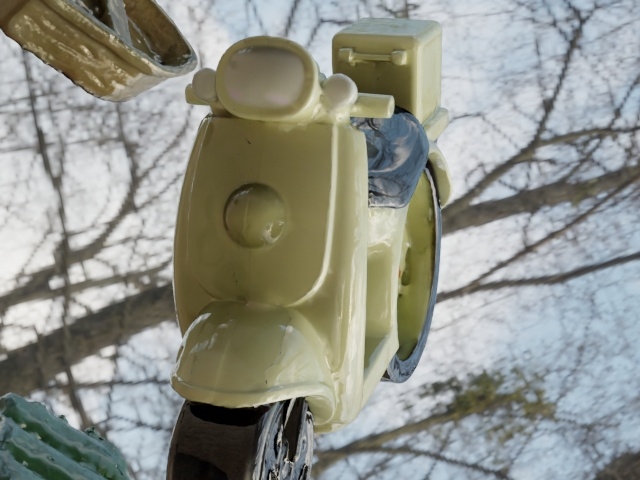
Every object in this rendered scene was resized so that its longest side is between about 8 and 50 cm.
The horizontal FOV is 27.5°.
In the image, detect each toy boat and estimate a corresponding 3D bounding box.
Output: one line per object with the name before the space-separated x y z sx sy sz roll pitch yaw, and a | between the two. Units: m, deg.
toy boat | -0.182 -0.176 1.060 0.061 0.188 0.116 -37 -134 21

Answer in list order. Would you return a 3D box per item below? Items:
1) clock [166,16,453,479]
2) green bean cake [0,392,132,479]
clock | 0.000 0.000 0.810 0.120 0.379 0.276 4 -73 16
green bean cake | -0.274 0.265 1.013 0.308 0.169 0.300 -53 -157 9
